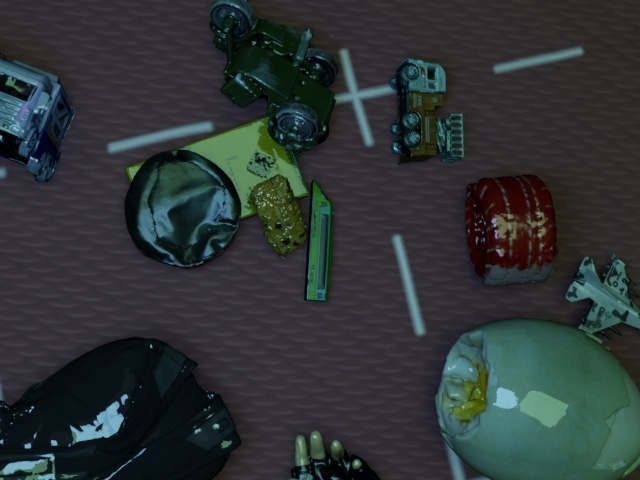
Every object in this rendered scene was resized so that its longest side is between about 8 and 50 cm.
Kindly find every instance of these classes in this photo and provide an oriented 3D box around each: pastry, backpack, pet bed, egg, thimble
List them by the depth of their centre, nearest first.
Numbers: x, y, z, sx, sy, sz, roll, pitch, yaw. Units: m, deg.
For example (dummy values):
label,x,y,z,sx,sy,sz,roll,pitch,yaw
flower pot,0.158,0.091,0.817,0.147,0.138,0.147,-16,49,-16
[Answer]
label,x,y,z,sx,sy,sz,roll,pitch,yaw
backpack,-0.349,0.346,1.344,0.446,0.255,0.363,-43,98,-13
egg,0.371,0.271,1.438,0.336,0.278,0.278,14,82,-10
pet bed,-0.226,-0.049,1.457,0.201,0.053,0.201,1,84,-7
pastry,-0.067,-0.040,1.489,0.080,0.056,0.140,-26,123,2
thimble,0.325,-0.017,1.517,0.125,0.163,0.189,-5,79,-6

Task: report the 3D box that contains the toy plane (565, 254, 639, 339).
label,x,y,z,sx,sy,sz,roll,pitch,yaw
toy plane,0.529,0.119,1.585,0.234,0.082,0.160,38,70,-18

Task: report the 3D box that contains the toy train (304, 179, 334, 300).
label,x,y,z,sx,sy,sz,roll,pitch,yaw
toy train,0.000,0.000,1.528,0.042,0.044,0.209,4,84,-7

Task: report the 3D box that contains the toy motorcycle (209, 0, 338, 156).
label,x,y,z,sx,sy,sz,roll,pitch,yaw
toy motorcycle,-0.085,-0.271,1.479,0.275,0.127,0.205,28,57,-15

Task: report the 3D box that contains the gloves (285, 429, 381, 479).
label,x,y,z,sx,sy,sz,roll,pitch,yaw
gloves,0.024,0.406,1.458,0.164,0.124,0.203,-16,59,-37

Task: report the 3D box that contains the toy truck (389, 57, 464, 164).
label,x,y,z,sx,sy,sz,roll,pitch,yaw
toy truck,0.188,-0.227,1.562,0.115,0.080,0.177,-1,85,-13

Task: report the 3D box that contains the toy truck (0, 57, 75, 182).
label,x,y,z,sx,sy,sz,roll,pitch,yaw
toy truck,-0.464,-0.197,1.369,0.124,0.268,0.155,21,80,-6

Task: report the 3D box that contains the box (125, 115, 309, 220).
label,x,y,z,sx,sy,sz,roll,pitch,yaw
box,-0.175,-0.100,1.514,0.279,0.041,0.153,-21,87,-10

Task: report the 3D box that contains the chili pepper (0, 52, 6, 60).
label,x,y,z,sx,sy,sz,roll,pitch,yaw
chili pepper,-0.632,-0.178,1.406,0.131,0.134,0.338,25,77,10
